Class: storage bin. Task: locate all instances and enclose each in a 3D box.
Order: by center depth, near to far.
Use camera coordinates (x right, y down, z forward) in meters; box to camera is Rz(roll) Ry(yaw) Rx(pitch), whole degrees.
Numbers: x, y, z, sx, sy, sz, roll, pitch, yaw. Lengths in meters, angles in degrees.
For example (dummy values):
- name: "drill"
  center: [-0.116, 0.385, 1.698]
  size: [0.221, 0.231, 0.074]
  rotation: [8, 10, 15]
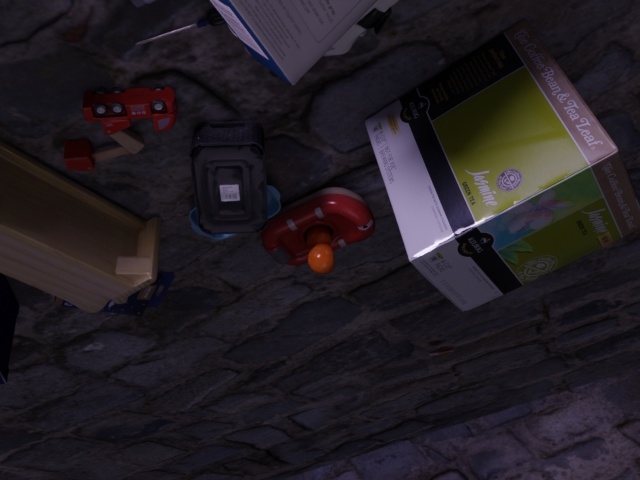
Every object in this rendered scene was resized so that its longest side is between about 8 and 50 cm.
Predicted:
- name: "storage bin"
  center: [-0.155, -0.107, 1.071]
  size: [0.122, 0.084, 0.180]
  rotation: [-2, 126, -4]

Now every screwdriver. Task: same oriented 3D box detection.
- name: "screwdriver"
  center: [-0.192, -0.309, 0.903]
  size: [0.169, 0.024, 0.025]
  rotation: [-19, 112, 11]

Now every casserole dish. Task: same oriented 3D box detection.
- name: "casserole dish"
  center: [-0.166, -0.067, 1.193]
  size: [0.188, 0.037, 0.114]
  rotation: [-24, 140, 16]

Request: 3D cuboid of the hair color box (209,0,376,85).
- name: "hair color box"
  center: [0.022, -0.370, 0.703]
  size: [0.347, 0.105, 0.174]
  rotation: [-45, 142, -1]

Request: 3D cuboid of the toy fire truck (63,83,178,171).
- name: "toy fire truck"
  center: [-0.325, -0.181, 1.002]
  size: [0.192, 0.047, 0.135]
  rotation: [-6, 141, -9]

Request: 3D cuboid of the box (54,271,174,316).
- name: "box"
  center: [-0.442, 0.106, 1.331]
  size: [0.225, 0.037, 0.136]
  rotation: [11, 136, -28]

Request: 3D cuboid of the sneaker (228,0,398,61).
- name: "sneaker"
  center: [0.042, -0.345, 0.866]
  size: [0.330, 0.122, 0.146]
  rotation: [-22, 158, 11]

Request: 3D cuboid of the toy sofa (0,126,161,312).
- name: "toy sofa"
  center: [-0.470, -0.021, 1.077]
  size: [0.177, 0.150, 0.362]
  rotation: [-28, 139, 26]

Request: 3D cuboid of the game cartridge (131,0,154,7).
- name: "game cartridge"
  center: [-0.225, -0.417, 0.671]
  size: [0.196, 0.060, 0.294]
  rotation: [-10, 137, 30]

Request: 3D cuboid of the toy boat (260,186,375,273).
- name: "toy boat"
  center: [0.000, 0.000, 1.227]
  size: [0.231, 0.151, 0.151]
  rotation: [-24, 140, 14]

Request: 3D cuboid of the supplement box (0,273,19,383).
- name: "supplement box"
  center: [-0.801, 0.166, 1.180]
  size: [0.356, 0.194, 0.195]
  rotation: [-3, 140, -10]

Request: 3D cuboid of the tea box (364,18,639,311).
- name: "tea box"
  center: [0.288, -0.119, 1.018]
  size: [0.323, 0.329, 0.220]
  rotation: [-30, 138, 21]
